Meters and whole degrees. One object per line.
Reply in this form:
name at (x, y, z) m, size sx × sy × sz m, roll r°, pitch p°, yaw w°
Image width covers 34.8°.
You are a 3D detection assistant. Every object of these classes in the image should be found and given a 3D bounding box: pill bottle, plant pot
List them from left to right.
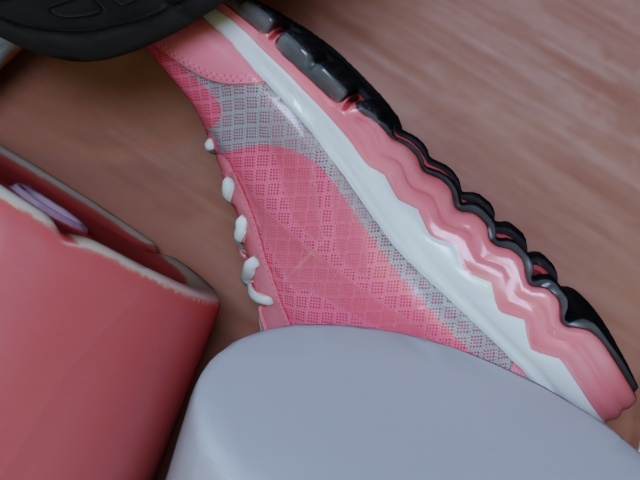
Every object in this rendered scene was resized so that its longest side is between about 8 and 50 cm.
plant pot at (-0.190, 0.079, 0.471) m, size 0.275 × 0.275 × 0.243 m, roll 32°, pitch 89°, yaw 7°
pill bottle at (-0.012, 0.248, 0.417) m, size 0.224 × 0.224 × 0.392 m, roll 22°, pitch 109°, yaw 8°

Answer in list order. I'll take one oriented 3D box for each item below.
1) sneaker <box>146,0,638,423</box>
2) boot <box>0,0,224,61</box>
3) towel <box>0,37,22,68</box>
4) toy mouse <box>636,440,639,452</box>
sneaker at (0.000, 0.000, 0.489) m, size 0.314 × 0.116 × 0.136 m, roll 46°, pitch 101°, yaw 5°
boot at (-0.025, -0.273, 0.415) m, size 0.138 × 0.284 × 0.377 m, roll 26°, pitch 134°, yaw -18°
towel at (-0.331, -0.198, 0.554) m, size 0.320 × 0.090 × 0.374 m, roll -39°, pitch 86°, yaw 13°
toy mouse at (0.172, 0.169, 0.510) m, size 0.143 × 0.031 × 0.161 m, roll 38°, pitch 99°, yaw 6°
